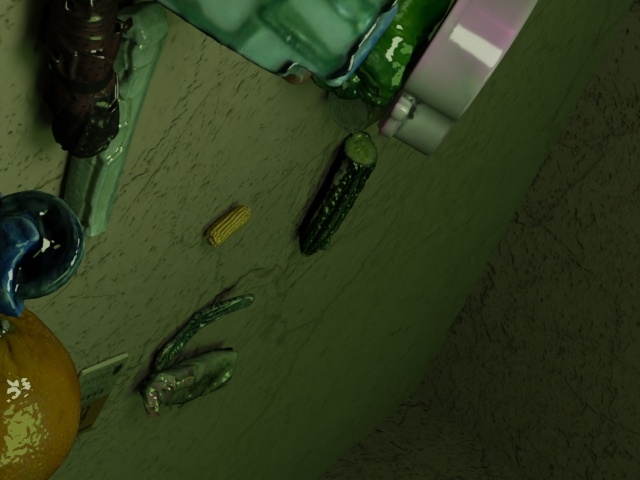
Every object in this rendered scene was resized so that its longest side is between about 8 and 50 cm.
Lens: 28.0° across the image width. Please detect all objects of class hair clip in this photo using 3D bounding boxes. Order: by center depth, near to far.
[{"bbox_3d":[-0.212,0.154,2.285,0.229,0.036,0.066,-35,154,-26],"label":"hair clip"}]

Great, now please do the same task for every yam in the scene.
[{"bbox_3d":[0.100,-0.264,2.117,0.194,0.107,0.107,-40,159,-32],"label":"yam"}]

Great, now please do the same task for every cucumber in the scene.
[{"bbox_3d":[0.029,-0.080,2.377,0.077,0.077,0.265,-28,153,-52],"label":"cucumber"}]

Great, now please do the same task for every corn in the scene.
[{"bbox_3d":[-0.150,-0.024,2.082,0.092,0.037,0.037,-39,159,-31],"label":"corn"}]

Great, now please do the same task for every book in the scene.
[{"bbox_3d":[-0.385,0.264,2.108,0.118,0.012,0.172,-20,144,-58],"label":"book"}]

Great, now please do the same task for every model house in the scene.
[{"bbox_3d":[-0.050,-0.307,1.369,0.252,0.295,0.329,-57,180,0],"label":"model house"}]

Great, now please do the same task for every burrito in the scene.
[{"bbox_3d":[-0.241,0.255,2.366,0.096,0.066,0.309,-59,164,17],"label":"burrito"}]

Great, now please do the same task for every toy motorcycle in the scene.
[{"bbox_3d":[-0.377,0.013,1.110,0.241,0.319,0.182,-63,164,11],"label":"toy motorcycle"}]

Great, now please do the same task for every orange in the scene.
[{"bbox_3d":[-0.411,0.194,1.538,0.264,0.264,0.264,-45,162,-20],"label":"orange"}]

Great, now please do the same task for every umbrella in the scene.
[{"bbox_3d":[-0.255,-0.201,1.369,0.326,0.094,0.090,104,3,-55],"label":"umbrella"}]

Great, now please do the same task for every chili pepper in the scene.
[{"bbox_3d":[0.109,-0.366,1.862,0.385,0.167,0.213,-57,-177,-25],"label":"chili pepper"}]

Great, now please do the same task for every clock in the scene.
[{"bbox_3d":[0.211,-0.281,1.932,0.338,0.102,0.338,-58,-179,1],"label":"clock"}]

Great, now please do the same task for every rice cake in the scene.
[{"bbox_3d":[-0.251,-0.145,1.546,0.066,0.063,0.336,-45,162,-48],"label":"rice cake"}]

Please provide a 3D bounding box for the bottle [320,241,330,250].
[{"bbox_3d":[0.000,0.000,2.522,0.030,0.030,0.083,-51,163,-1],"label":"bottle"}]
